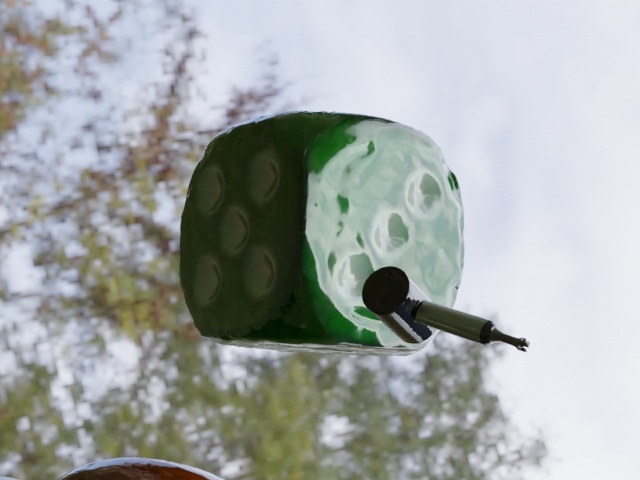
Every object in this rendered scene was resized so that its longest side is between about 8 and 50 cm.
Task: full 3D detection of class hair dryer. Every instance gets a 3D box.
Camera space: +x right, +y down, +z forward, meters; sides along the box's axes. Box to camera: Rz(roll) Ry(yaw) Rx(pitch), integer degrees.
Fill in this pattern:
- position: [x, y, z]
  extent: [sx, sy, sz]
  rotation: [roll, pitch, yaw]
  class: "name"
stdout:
- position: [0.143, 0.090, 1.772]
  extent: [0.197, 0.100, 0.057]
  rotation: [19, -105, 37]
  class: "hair dryer"

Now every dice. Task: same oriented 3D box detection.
- position: [0.000, 0.000, 2.197]
  extent: [0.287, 0.297, 0.300]
  rotation: [-7, -102, 50]
  class: "dice"

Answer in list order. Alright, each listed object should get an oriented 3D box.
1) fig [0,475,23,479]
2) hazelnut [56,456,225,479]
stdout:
- position: [-0.318, 0.397, 1.654]
  extent: [0.316, 0.316, 0.316]
  rotation: [25, -59, 53]
  class: "fig"
- position: [-0.219, 0.438, 2.061]
  extent: [0.372, 0.315, 0.372]
  rotation: [6, -65, 13]
  class: "hazelnut"
